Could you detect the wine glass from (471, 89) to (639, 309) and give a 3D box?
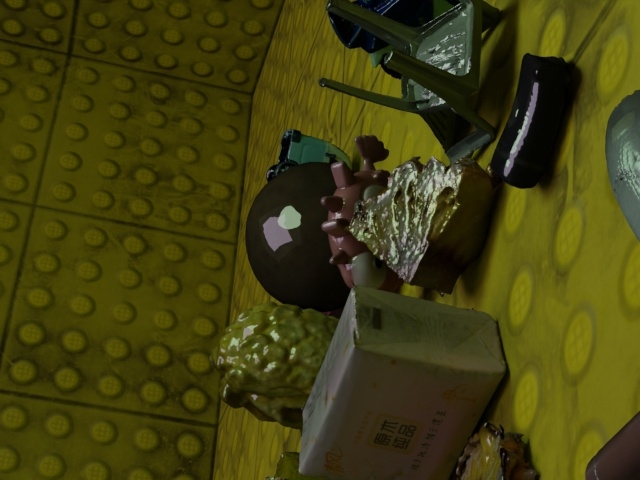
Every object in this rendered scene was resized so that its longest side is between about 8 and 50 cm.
[{"bbox_3d":[0.214,-0.028,0.846,0.096,0.264,0.309,-35,36,32],"label":"wine glass"}]

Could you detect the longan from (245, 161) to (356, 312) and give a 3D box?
[{"bbox_3d":[0.000,0.000,1.933,0.258,0.258,0.258,-169,90,-79],"label":"longan"}]

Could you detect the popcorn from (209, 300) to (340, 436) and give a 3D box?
[{"bbox_3d":[-0.018,0.205,1.864,0.225,0.286,0.174,-27,36,49],"label":"popcorn"}]

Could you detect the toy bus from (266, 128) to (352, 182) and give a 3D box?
[{"bbox_3d":[-0.027,-0.069,2.341,0.133,0.165,0.271,-176,98,-78],"label":"toy bus"}]

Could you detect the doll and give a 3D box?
[{"bbox_3d":[0.075,-0.022,1.713,0.093,0.211,0.262,-12,69,42],"label":"doll"}]

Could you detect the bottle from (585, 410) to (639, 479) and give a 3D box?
[{"bbox_3d":[0.257,0.163,0.940,0.140,0.053,0.053,116,162,-52],"label":"bottle"}]

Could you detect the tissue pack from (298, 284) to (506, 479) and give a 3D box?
[{"bbox_3d":[0.092,0.185,1.423,0.124,0.185,0.225,-88,14,-52],"label":"tissue pack"}]

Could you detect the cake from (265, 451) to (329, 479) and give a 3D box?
[{"bbox_3d":[-0.031,0.465,1.889,0.179,0.156,0.260,-83,8,-53],"label":"cake"}]

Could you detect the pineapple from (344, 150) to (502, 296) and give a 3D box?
[{"bbox_3d":[0.135,-0.020,1.540,0.236,0.114,0.186,-32,51,55],"label":"pineapple"}]

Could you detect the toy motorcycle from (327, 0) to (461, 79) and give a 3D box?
[{"bbox_3d":[0.124,-0.385,1.802,0.125,0.196,0.331,-89,14,-45],"label":"toy motorcycle"}]

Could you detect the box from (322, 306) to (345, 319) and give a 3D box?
[{"bbox_3d":[0.032,0.126,2.128,0.111,0.060,0.156,-132,56,-76],"label":"box"}]

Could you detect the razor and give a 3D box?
[{"bbox_3d":[0.236,-0.135,1.344,0.090,0.054,0.148,-112,35,-71],"label":"razor"}]

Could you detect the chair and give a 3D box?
[{"bbox_3d":[0.142,-0.230,1.592,0.190,0.274,0.203,-24,50,48],"label":"chair"}]

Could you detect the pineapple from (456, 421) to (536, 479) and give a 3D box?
[{"bbox_3d":[0.174,0.294,1.277,0.221,0.047,0.221,-166,90,-81],"label":"pineapple"}]
